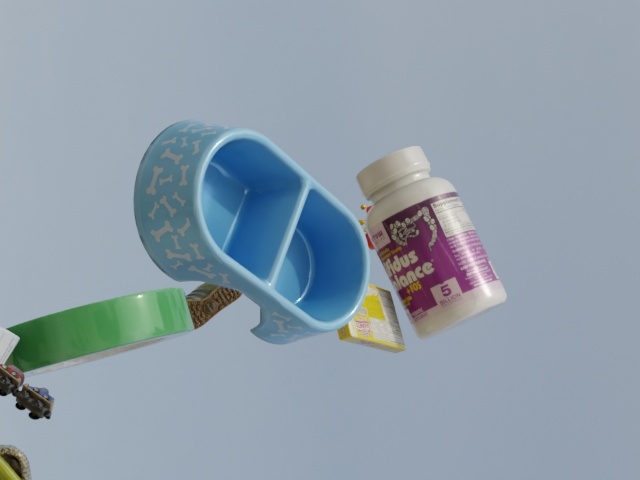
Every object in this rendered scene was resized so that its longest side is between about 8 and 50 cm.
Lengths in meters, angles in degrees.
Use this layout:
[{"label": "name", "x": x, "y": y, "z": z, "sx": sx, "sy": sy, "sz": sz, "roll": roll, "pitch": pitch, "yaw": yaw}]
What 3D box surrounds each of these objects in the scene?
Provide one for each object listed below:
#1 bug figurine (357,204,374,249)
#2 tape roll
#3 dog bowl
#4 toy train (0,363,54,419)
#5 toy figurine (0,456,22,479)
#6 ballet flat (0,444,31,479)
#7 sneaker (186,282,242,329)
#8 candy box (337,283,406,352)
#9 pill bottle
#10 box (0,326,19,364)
[{"label": "bug figurine", "x": 0.000, "y": 0.000, "z": 1.997, "sx": 0.072, "sy": 0.279, "sz": 0.216, "roll": -65, "pitch": 168, "yaw": -78}, {"label": "tape roll", "x": -0.371, "y": 0.153, "z": 1.745, "sx": 0.321, "sy": 0.321, "sz": 0.077, "roll": -21, "pitch": -98, "yaw": 52}, {"label": "dog bowl", "x": -0.055, "y": -0.005, "z": 1.082, "sx": 0.074, "sy": 0.297, "sz": 0.166, "roll": -3, "pitch": -121, "yaw": 42}, {"label": "toy train", "x": -0.373, "y": 0.165, "z": 1.270, "sx": 0.158, "sy": 0.036, "sz": 0.027, "roll": 31, "pitch": -60, "yaw": 21}, {"label": "toy figurine", "x": -0.370, "y": 0.145, "z": 0.699, "sx": 0.362, "sy": 0.217, "sz": 0.191, "roll": 47, "pitch": -60, "yaw": 16}, {"label": "ballet flat", "x": -0.622, "y": 0.568, "z": 1.813, "sx": 0.182, "sy": 0.164, "sz": 0.482, "roll": -45, "pitch": -155, "yaw": 61}, {"label": "sneaker", "x": -0.254, "y": 0.135, "z": 2.213, "sx": 0.086, "sy": 0.192, "sz": 0.064, "roll": 4, "pitch": -59, "yaw": 65}, {"label": "candy box", "x": 0.073, "y": 0.117, "z": 1.687, "sx": 0.027, "sy": 0.206, "sz": 0.105, "roll": -20, "pitch": -110, "yaw": 23}, {"label": "pill bottle", "x": 0.176, "y": 0.001, "z": 1.799, "sx": 0.169, "sy": 0.169, "sz": 0.301, "roll": -37, "pitch": -105, "yaw": 48}, {"label": "box", "x": -0.538, "y": 0.130, "z": 1.569, "sx": 0.126, "sy": 0.137, "sz": 0.072, "roll": 15, "pitch": -108, "yaw": 47}]
